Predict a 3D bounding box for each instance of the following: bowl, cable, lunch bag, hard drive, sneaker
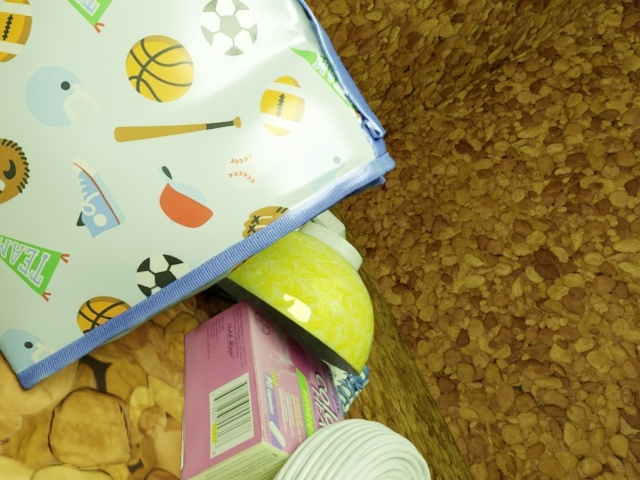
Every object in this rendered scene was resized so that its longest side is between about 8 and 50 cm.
[{"bbox_3d":[-0.023,0.065,0.712,0.289,0.156,0.289,32,-16,10],"label":"bowl"},{"bbox_3d":[0.030,0.341,0.524,0.089,0.257,0.257,8,-25,43],"label":"cable"},{"bbox_3d":[-0.165,-0.107,0.450,0.328,0.385,0.239,57,12,-5],"label":"lunch bag"},{"bbox_3d":[0.000,0.000,1.316,0.203,0.040,0.307,45,-20,28],"label":"hard drive"},{"bbox_3d":[0.033,0.289,0.922,0.112,0.131,0.296,59,13,-11],"label":"sneaker"}]

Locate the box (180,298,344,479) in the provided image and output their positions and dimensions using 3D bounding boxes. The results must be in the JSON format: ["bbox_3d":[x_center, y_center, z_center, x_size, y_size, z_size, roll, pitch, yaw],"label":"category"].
[{"bbox_3d":[-0.068,0.244,0.640,0.243,0.117,0.213,50,14,-39],"label":"box"}]

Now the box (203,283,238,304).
[{"bbox_3d":[-0.198,0.034,0.843,0.116,0.029,0.162,39,22,-57],"label":"box"}]

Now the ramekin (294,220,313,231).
[{"bbox_3d":[-0.058,0.052,1.121,0.277,0.135,0.277,56,12,-19],"label":"ramekin"}]
